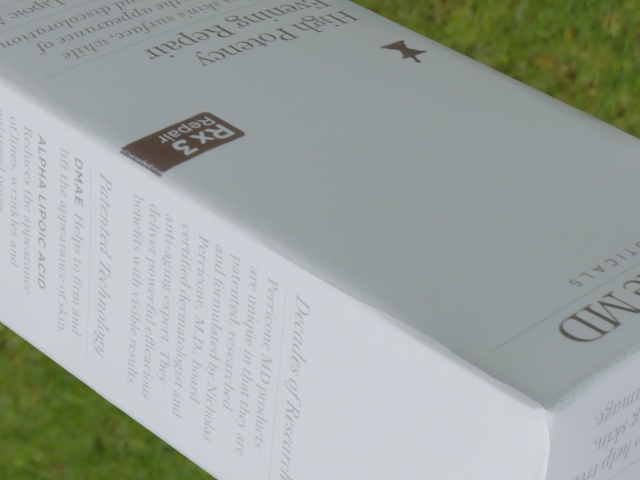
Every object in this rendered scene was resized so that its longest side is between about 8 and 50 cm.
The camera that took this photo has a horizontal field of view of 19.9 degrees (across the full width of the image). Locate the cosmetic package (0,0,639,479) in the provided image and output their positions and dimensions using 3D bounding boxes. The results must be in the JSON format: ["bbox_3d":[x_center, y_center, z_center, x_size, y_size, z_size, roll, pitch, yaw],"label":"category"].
[{"bbox_3d":[0.000,0.000,0.479,0.231,0.117,0.086,28,129,34],"label":"cosmetic package"}]
